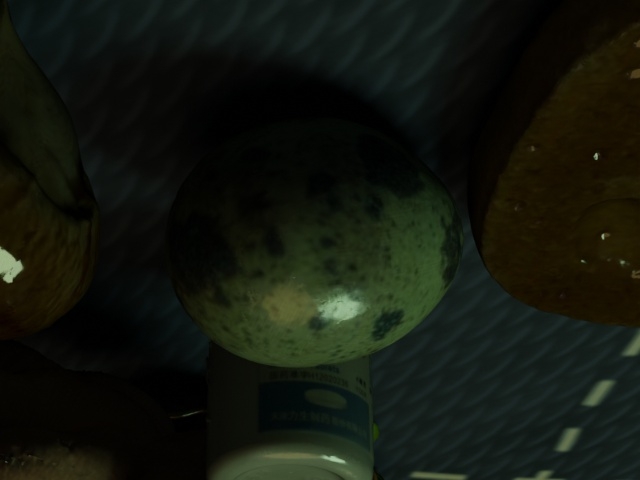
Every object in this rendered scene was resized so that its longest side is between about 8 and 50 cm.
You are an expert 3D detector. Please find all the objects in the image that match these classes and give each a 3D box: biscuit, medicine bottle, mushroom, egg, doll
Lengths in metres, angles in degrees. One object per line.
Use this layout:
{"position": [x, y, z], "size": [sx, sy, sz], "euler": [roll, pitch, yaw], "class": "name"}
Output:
{"position": [0.248, -0.056, 0.991], "size": [0.314, 0.063, 0.367], "euler": [3, 149, -11], "class": "biscuit"}
{"position": [-0.019, 0.077, 1.101], "size": [0.105, 0.168, 0.105], "euler": [-1, 149, -1], "class": "medicine bottle"}
{"position": [-0.205, -0.072, 0.842], "size": [0.254, 0.267, 0.267], "euler": [-33, 151, -13], "class": "mushroom"}
{"position": [0.000, 0.000, 1.004], "size": [0.181, 0.141, 0.141], "euler": [-4, 154, -31], "class": "egg"}
{"position": [-0.166, 0.162, 1.171], "size": [0.303, 0.201, 0.156], "euler": [26, 107, 8], "class": "doll"}

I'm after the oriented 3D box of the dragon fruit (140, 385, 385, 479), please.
{"position": [-0.072, 0.205, 1.365], "size": [0.295, 0.130, 0.268], "euler": [12, 141, -21], "class": "dragon fruit"}
